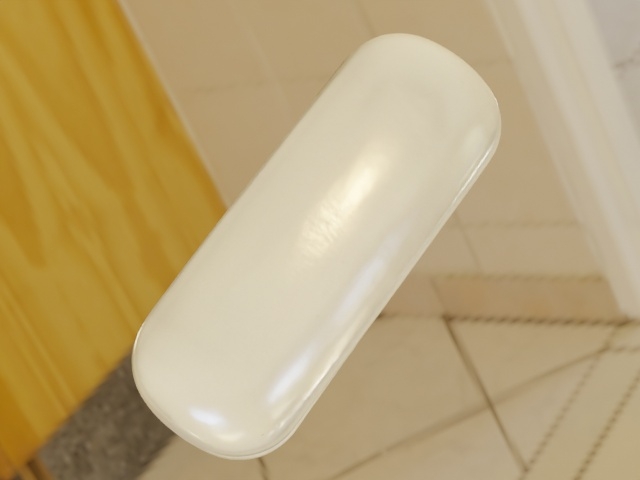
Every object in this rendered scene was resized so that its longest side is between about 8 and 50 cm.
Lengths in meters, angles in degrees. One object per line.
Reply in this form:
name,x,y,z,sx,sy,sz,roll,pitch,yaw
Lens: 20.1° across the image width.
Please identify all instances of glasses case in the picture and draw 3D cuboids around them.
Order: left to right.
glasses case,0.000,0.000,0.878,0.233,0.092,0.059,-55,0,-17
